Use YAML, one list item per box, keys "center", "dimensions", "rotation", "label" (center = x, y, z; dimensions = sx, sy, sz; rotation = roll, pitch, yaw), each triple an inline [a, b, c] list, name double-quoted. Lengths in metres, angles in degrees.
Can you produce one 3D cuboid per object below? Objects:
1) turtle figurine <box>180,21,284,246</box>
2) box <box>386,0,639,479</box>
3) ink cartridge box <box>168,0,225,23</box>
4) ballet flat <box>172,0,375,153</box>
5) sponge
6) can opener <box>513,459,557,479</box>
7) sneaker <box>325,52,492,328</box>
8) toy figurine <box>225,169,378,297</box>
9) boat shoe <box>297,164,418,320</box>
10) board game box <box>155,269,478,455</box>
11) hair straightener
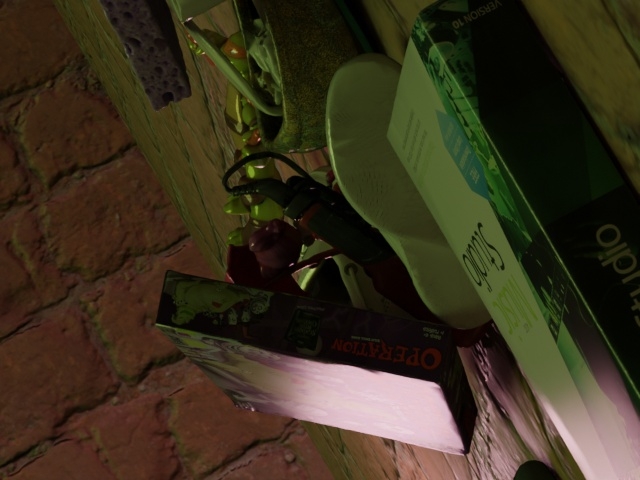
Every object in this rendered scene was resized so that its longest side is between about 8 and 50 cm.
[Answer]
- center: [-0.064, -0.113, 1.805]
  dimensions: [0.269, 0.087, 0.217]
  rotation: [-120, 22, -54]
  label: "turtle figurine"
- center: [0.142, 0.034, 1.089]
  dimensions: [0.322, 0.058, 0.232]
  rotation: [59, 172, 10]
  label: "box"
- center: [-0.052, -0.209, 1.195]
  dimensions: [0.099, 0.135, 0.056]
  rotation: [59, 173, 19]
  label: "ink cartridge box"
- center: [-0.065, -0.213, 1.352]
  dimensions: [0.348, 0.123, 0.123]
  rotation: [64, 172, -19]
  label: "ballet flat"
- center: [-0.139, -0.194, 1.275]
  dimensions: [0.117, 0.031, 0.210]
  rotation: [-107, -6, -45]
  label: "sponge"
- center: [0.212, 0.311, 1.563]
  dimensions: [0.280, 0.074, 0.093]
  rotation: [59, 172, 12]
  label: "can opener"
- center: [0.057, -0.041, 1.349]
  dimensions: [0.094, 0.080, 0.212]
  rotation: [-107, -8, -64]
  label: "sneaker"
- center: [0.000, 0.000, 1.523]
  dimensions: [0.130, 0.159, 0.173]
  rotation: [57, 171, 30]
  label: "toy figurine"
- center: [0.021, 0.021, 1.697]
  dimensions: [0.277, 0.096, 0.098]
  rotation: [49, 165, 58]
  label: "boat shoe"
- center: [0.009, 0.100, 1.517]
  dimensions: [0.347, 0.208, 0.056]
  rotation: [61, -143, -73]
  label: "board game box"
- center: [0.022, -0.001, 1.426]
  dimensions: [0.230, 0.047, 0.089]
  rotation: [28, -164, -26]
  label: "hair straightener"
